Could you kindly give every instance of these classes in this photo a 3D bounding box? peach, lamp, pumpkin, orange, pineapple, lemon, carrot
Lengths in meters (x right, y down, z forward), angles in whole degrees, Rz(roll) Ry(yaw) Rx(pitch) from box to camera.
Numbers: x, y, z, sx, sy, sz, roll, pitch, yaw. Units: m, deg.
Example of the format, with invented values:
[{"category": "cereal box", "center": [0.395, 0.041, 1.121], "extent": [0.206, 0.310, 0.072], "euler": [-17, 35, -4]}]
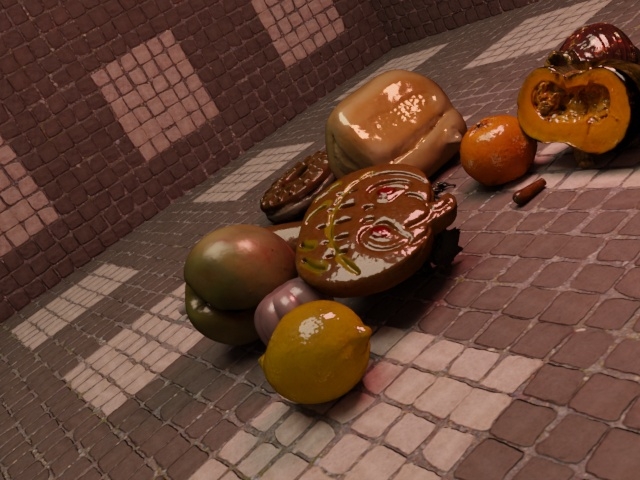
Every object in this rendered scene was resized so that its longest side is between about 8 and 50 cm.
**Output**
[{"category": "peach", "center": [-0.182, 0.099, 1.624], "extent": [0.247, 0.292, 0.292], "euler": [18, 49, 42]}, {"category": "lamp", "center": [0.691, -0.431, 1.763], "extent": [0.247, 0.247, 0.247], "euler": [-26, 20, 10]}, {"category": "pumpkin", "center": [0.640, -0.290, 1.576], "extent": [0.232, 0.242, 0.325], "euler": [-7, 20, -29]}, {"category": "orange", "center": [0.441, -0.231, 1.730], "extent": [0.193, 0.161, 0.193], "euler": [-22, 24, 10]}, {"category": "pineapple", "center": [0.185, 0.022, 1.530], "extent": [0.279, 0.158, 0.158], "euler": [-5, 30, 31]}, {"category": "lemon", "center": [-0.008, 0.206, 1.268], "extent": [0.244, 0.187, 0.187], "euler": [-25, 20, 26]}, {"category": "carrot", "center": [0.477, -0.113, 1.583], "extent": [0.093, 0.032, 0.032], "euler": [-32, 19, -19]}]

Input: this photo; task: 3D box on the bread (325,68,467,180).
[{"category": "bread", "center": [0.200, -0.300, 2.046], "extent": [0.376, 0.348, 0.253], "euler": [-42, -8, -25]}]

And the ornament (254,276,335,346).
[{"category": "ornament", "center": [-0.046, 0.170, 1.470], "extent": [0.177, 0.177, 0.177], "euler": [-26, 20, 10]}]

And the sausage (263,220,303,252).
[{"category": "sausage", "center": [0.001, 0.000, 1.760], "extent": [0.501, 0.123, 0.136], "euler": [-9, -4, 17]}]

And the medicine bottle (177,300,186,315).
[{"category": "medicine bottle", "center": [-0.309, 0.159, 2.007], "extent": [0.221, 0.061, 0.092], "euler": [-24, -4, 17]}]

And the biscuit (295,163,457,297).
[{"category": "biscuit", "center": [0.114, -0.042, 1.463], "extent": [0.350, 0.070, 0.394], "euler": [-15, 36, 14]}]

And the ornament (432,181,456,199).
[{"category": "ornament", "center": [0.304, -0.138, 1.897], "extent": [0.073, 0.028, 0.125], "euler": [-41, 24, -27]}]

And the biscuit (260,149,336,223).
[{"category": "biscuit", "center": [-0.068, -0.185, 2.386], "extent": [0.332, 0.103, 0.332], "euler": [-33, 20, 14]}]
